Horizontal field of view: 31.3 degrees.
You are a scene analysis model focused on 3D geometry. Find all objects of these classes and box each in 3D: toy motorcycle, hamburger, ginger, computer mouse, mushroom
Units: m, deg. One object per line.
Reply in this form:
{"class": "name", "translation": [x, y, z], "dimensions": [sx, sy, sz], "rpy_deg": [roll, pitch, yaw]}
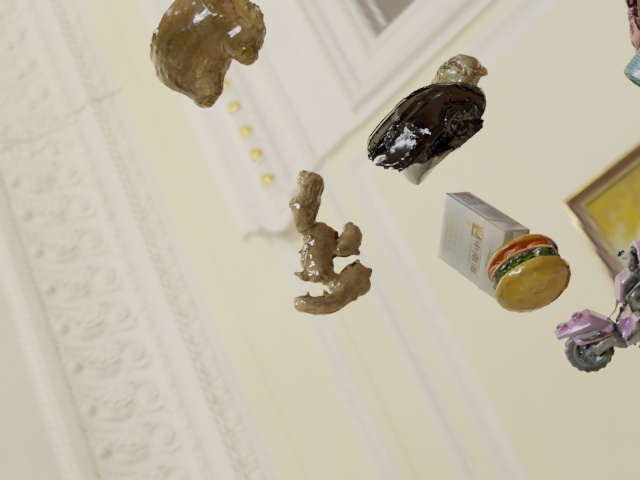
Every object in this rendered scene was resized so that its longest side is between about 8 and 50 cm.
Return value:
{"class": "toy motorcycle", "translation": [0.616, 0.122, 2.314], "dimensions": [0.188, 0.327, 0.143], "rpy_deg": [52, -168, -11]}
{"class": "hamburger", "translation": [0.394, 0.063, 2.176], "dimensions": [0.162, 0.162, 0.115], "rpy_deg": [22, -145, -40]}
{"class": "ginger", "translation": [0.014, 0.002, 1.995], "dimensions": [0.149, 0.065, 0.259], "rpy_deg": [0, -104, -24]}
{"class": "computer mouse", "translation": [0.179, -0.205, 1.946], "dimensions": [0.146, 0.241, 0.078], "rpy_deg": [36, 158, 52]}
{"class": "ginger", "translation": [-0.207, -0.381, 2.199], "dimensions": [0.221, 0.276, 0.130], "rpy_deg": [25, -153, 22]}
{"class": "mushroom", "translation": [0.271, -0.276, 2.587], "dimensions": [0.177, 0.397, 0.126], "rpy_deg": [-36, -105, -18]}

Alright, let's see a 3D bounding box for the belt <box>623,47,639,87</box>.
{"class": "belt", "translation": [0.397, -0.140, 1.173], "dimensions": [0.179, 0.065, 0.100], "rpy_deg": [26, -164, -24]}

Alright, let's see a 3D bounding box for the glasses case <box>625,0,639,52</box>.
{"class": "glasses case", "translation": [0.547, -0.383, 1.949], "dimensions": [0.102, 0.070, 0.194], "rpy_deg": [10, -108, -41]}

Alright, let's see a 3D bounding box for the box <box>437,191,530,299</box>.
{"class": "box", "translation": [0.337, 0.007, 2.388], "dimensions": [0.067, 0.155, 0.243], "rpy_deg": [-7, -158, -23]}
